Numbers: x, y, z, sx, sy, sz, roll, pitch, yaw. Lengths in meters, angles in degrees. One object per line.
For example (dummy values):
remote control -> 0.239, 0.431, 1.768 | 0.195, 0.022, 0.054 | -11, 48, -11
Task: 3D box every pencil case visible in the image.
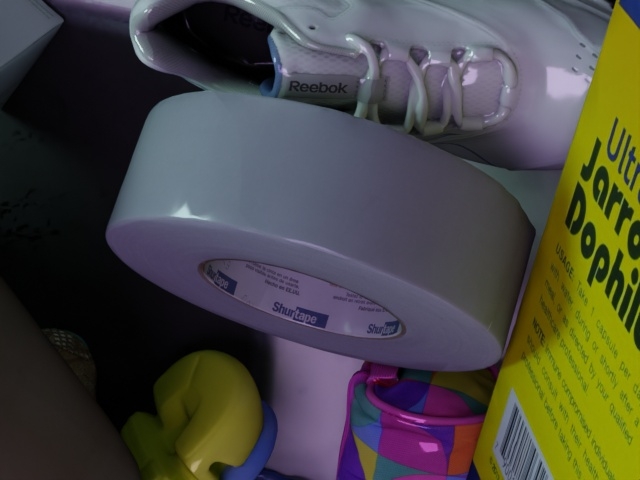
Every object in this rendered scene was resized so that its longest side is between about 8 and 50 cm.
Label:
pencil case -> 0.047, 0.176, 1.019 | 0.104, 0.104, 0.236 | 17, 117, 11

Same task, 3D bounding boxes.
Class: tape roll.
tape roll -> 0.000, 0.000, 0.887 | 0.219, 0.072, 0.219 | 15, 164, 5

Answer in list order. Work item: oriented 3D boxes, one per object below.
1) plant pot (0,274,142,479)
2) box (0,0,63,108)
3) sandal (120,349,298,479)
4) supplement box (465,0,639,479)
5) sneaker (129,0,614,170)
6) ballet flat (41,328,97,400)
plant pot -> -0.258, 0.118, 0.917 | 0.323, 0.323, 0.280 | -31, 123, 29
box -> -0.228, -0.117, 0.969 | 0.101, 0.102, 0.087 | 42, 124, -3
sandal -> -0.117, 0.223, 1.047 | 0.317, 0.126, 0.138 | -45, 122, 10
supplement box -> 0.222, 0.048, 0.801 | 0.194, 0.195, 0.356 | 4, 120, -15
sneaker -> 0.037, -0.086, 0.875 | 0.297, 0.129, 0.111 | 11, 113, 12
ballet flat -> -0.178, 0.159, 1.106 | 0.073, 0.067, 0.206 | 3, 116, 18
